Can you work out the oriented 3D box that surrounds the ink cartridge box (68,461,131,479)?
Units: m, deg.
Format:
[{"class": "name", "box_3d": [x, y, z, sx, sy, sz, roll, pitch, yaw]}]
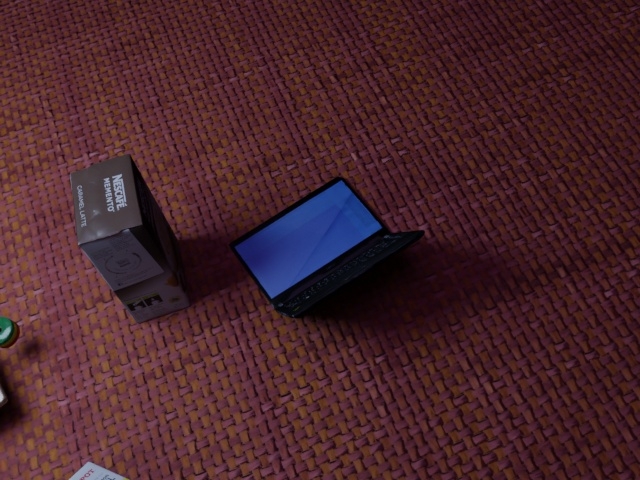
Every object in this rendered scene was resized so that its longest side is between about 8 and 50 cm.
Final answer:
[{"class": "ink cartridge box", "box_3d": [-0.286, 0.392, 1.181, 0.175, 0.072, 0.127, 17, 29, 19]}]

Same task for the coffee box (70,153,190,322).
[{"class": "coffee box", "box_3d": [-0.292, 0.003, 1.353, 0.098, 0.246, 0.141, -18, 57, -1]}]

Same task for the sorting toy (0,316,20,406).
[{"class": "sorting toy", "box_3d": [-0.564, 0.251, 1.360, 0.274, 0.046, 0.132, -39, 59, -2]}]

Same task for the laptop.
[{"class": "laptop", "box_3d": [0.000, 0.000, 1.367, 0.234, 0.264, 0.136, -33, 95, -10]}]
